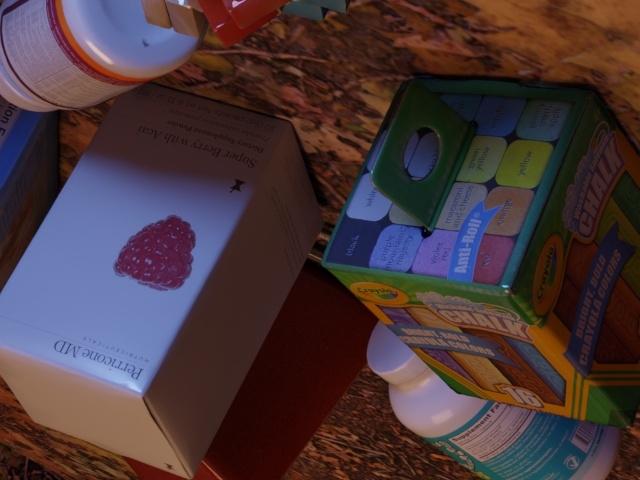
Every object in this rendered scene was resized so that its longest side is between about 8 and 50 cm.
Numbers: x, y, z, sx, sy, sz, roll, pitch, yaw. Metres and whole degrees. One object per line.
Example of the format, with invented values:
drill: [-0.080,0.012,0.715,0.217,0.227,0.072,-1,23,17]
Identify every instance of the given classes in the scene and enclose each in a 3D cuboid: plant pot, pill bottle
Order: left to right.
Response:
pill bottle: [-0.186,-0.170,1.427,0.121,0.121,0.221,33,159,-22]
plant pot: [-0.121,0.126,1.939,0.236,0.267,0.267,42,157,-9]
pill bottle: [0.170,0.157,1.800,0.264,0.146,0.146,37,157,-28]

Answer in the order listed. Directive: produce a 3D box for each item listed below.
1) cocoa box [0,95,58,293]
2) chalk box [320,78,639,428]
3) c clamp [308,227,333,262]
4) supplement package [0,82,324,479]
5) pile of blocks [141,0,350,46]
cocoa box: [-0.414,-0.050,1.830,0.228,0.231,0.347,25,160,0]
chalk box: [0.138,-0.007,1.373,0.179,0.180,0.289,8,156,39]
c clamp: [0.000,0.000,1.783,0.160,0.022,0.137,26,160,-3]
supplement package: [-0.146,0.033,1.621,0.177,0.293,0.175,17,154,21]
pile of blocks: [-0.004,-0.180,1.169,0.149,0.113,0.362,31,156,-20]
